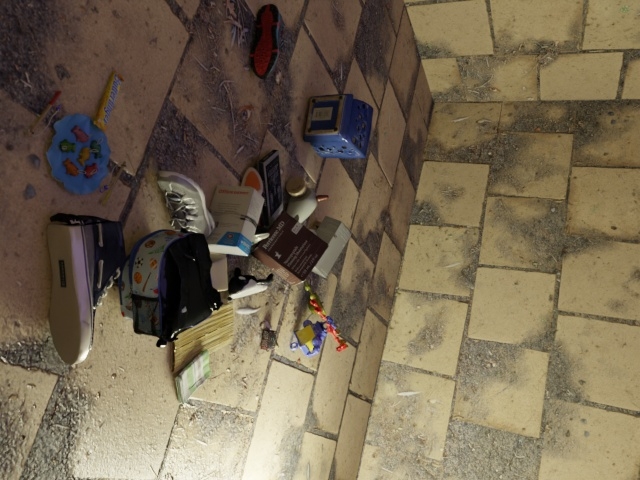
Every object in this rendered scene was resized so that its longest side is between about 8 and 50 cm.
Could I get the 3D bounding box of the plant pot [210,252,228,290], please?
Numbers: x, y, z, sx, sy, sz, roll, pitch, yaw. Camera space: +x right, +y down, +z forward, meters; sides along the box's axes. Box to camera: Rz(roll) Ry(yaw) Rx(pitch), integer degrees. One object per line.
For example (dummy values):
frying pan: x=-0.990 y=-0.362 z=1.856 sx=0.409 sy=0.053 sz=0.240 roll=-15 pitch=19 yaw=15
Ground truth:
plant pot: x=-0.357 y=0.102 z=1.703 sx=0.096 sy=0.109 sz=0.109 roll=-17 pitch=111 yaw=-50

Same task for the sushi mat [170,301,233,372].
sushi mat: x=-0.375 y=0.305 z=1.799 sx=0.316 sy=0.019 sz=0.151 roll=-18 pitch=113 yaw=-63

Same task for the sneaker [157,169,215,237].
sneaker: x=-0.384 y=-0.082 z=1.587 sx=0.281 sy=0.105 sz=0.115 roll=67 pitch=37 yaw=-48

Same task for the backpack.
backpack: x=-0.398 y=0.102 z=1.477 sx=0.276 sy=0.213 sz=0.263 roll=-37 pitch=136 yaw=-66

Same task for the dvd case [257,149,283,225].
dvd case: x=-0.181 y=-0.196 z=2.054 sx=0.179 sy=0.029 sz=0.239 roll=-61 pitch=151 yaw=-63

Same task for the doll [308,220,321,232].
doll: x=0.000 y=0.000 z=2.521 sx=0.129 sy=0.046 sz=0.189 roll=-54 pitch=143 yaw=-36

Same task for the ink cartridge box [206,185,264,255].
ink cartridge box: x=-0.279 y=-0.064 z=1.770 sx=0.086 sy=0.148 sz=0.203 roll=48 pitch=53 yaw=-58

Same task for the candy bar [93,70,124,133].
candy bar: x=-0.510 y=-0.336 z=1.346 sx=0.040 sy=0.018 sz=0.162 roll=49 pitch=48 yaw=-59

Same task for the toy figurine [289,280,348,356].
toy figurine: x=-0.059 y=0.373 z=2.390 sx=0.191 sy=0.217 sz=0.362 roll=51 pitch=4 yaw=-39

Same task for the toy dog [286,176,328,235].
toy dog: x=-0.066 y=-0.083 z=2.220 sx=0.220 sy=0.161 sz=0.334 roll=12 pitch=84 yaw=-65

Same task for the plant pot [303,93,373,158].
plant pot: x=0.065 y=-0.488 z=2.350 sx=0.212 sy=0.236 sz=0.236 roll=22 pitch=76 yaw=-58

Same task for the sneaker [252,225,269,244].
sneaker: x=-0.249 y=0.002 z=1.878 sx=0.057 sy=0.161 sz=0.075 roll=-117 pitch=-161 yaw=-51

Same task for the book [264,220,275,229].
book: x=-0.172 y=-0.001 z=2.088 sx=0.035 sy=0.096 sz=0.144 roll=133 pitch=-29 yaw=-69

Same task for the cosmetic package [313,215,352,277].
cosmetic package: x=0.023 y=0.028 z=2.437 sx=0.238 sy=0.107 sz=0.127 roll=-62 pitch=146 yaw=-11

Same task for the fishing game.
fishing game: x=-0.547 y=-0.199 z=1.285 sx=0.264 sy=0.041 sz=0.189 roll=64 pitch=37 yaw=-49

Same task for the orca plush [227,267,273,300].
orca plush: x=-0.251 y=0.130 z=1.941 sx=0.287 sy=0.151 sz=0.102 roll=-10 pitch=74 yaw=-62

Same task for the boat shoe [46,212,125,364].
boat shoe: x=-0.524 y=0.104 z=1.289 sx=0.158 sy=0.127 sz=0.341 roll=-9 pitch=103 yaw=-57

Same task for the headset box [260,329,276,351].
headset box: x=-0.203 y=0.393 z=2.182 sx=0.062 sy=0.032 sz=0.083 roll=19 pitch=76 yaw=-65

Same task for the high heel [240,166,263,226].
high heel: x=-0.242 y=-0.129 z=1.966 sx=0.117 sy=0.082 sz=0.244 roll=152 pitch=-70 yaw=-76

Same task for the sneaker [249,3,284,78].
sneaker: x=-0.164 y=-0.676 z=1.942 sx=0.125 sy=0.104 sz=0.262 roll=25 pitch=73 yaw=-67

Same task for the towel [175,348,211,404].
towel: x=-0.395 y=0.428 z=1.754 sx=0.152 sy=0.023 sz=0.113 roll=-44 pitch=143 yaw=-51

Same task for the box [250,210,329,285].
box: x=-0.112 y=0.033 z=1.987 sx=0.168 sy=0.203 sz=0.167 roll=-55 pitch=-173 yaw=-16
